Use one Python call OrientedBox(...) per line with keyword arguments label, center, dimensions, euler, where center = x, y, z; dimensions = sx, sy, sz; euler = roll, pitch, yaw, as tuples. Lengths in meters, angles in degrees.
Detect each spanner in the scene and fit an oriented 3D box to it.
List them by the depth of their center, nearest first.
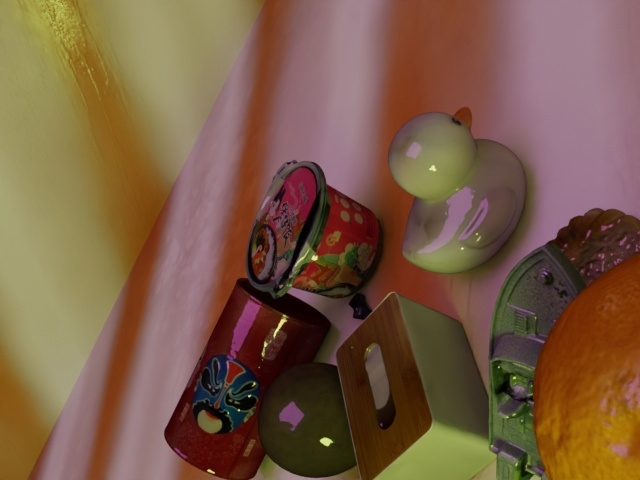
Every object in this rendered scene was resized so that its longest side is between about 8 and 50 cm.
OrientedBox(label="spanner", center=(0.100, 0.138, 1.418), dimensions=(0.046, 0.012, 0.208), euler=(-65, 28, 2))

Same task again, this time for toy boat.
OrientedBox(label="toy boat", center=(0.252, 0.150, 0.905), dimensions=(0.141, 0.092, 0.319), euler=(19, 122, 44))

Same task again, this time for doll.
OrientedBox(label="doll", center=(0.187, -0.079, 1.218), dimensions=(0.221, 0.221, 0.251), euler=(27, 94, 62))

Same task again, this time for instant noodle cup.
OrientedBox(label="instant noodle cup", center=(0.000, 0.000, 1.514), dimensions=(0.258, 0.181, 0.302), euler=(-34, 42, 47))

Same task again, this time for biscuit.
OrientedBox(label="biscuit", center=(0.332, 0.022, 1.047), dimensions=(0.183, 0.061, 0.118), euler=(-51, 30, 30))

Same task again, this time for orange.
OrientedBox(label="orange", center=(0.332, 0.154, 0.685), dimensions=(0.312, 0.312, 0.312), euler=(-40, 38, 41))

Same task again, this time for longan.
OrientedBox(label="longan", center=(-0.007, 0.290, 1.314), dimensions=(0.198, 0.198, 0.212), euler=(-62, 27, 9))

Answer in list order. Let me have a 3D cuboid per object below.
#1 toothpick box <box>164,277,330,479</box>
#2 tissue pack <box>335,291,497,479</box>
OrientedBox(label="toothpick box", center=(-0.141, 0.263, 1.547), dimensions=(0.333, 0.204, 0.204), euler=(-64, 28, 5))
OrientedBox(label="tissue pack", center=(0.137, 0.225, 1.158), dimensions=(0.159, 0.136, 0.246), euler=(-51, 31, 29))
